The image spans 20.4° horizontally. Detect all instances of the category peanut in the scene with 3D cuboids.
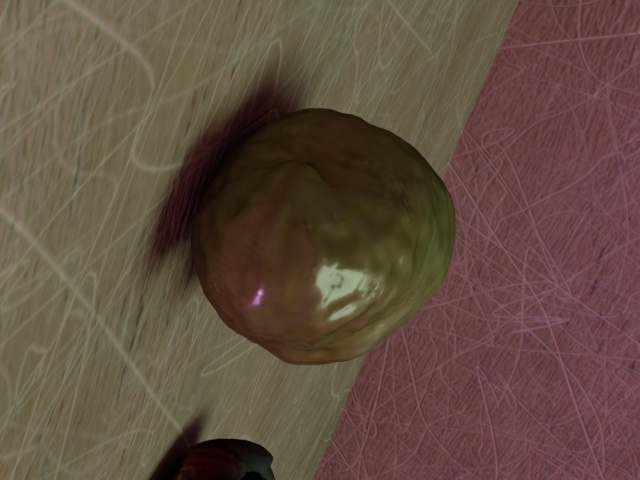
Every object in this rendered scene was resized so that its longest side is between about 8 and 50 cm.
[{"bbox_3d":[0.000,0.000,1.320,0.192,0.169,0.387,-58,170,4],"label":"peanut"}]

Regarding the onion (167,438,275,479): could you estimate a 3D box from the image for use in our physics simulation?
[{"bbox_3d":[-0.123,0.331,1.774,0.272,0.195,0.272,-8,90,-77],"label":"onion"}]
